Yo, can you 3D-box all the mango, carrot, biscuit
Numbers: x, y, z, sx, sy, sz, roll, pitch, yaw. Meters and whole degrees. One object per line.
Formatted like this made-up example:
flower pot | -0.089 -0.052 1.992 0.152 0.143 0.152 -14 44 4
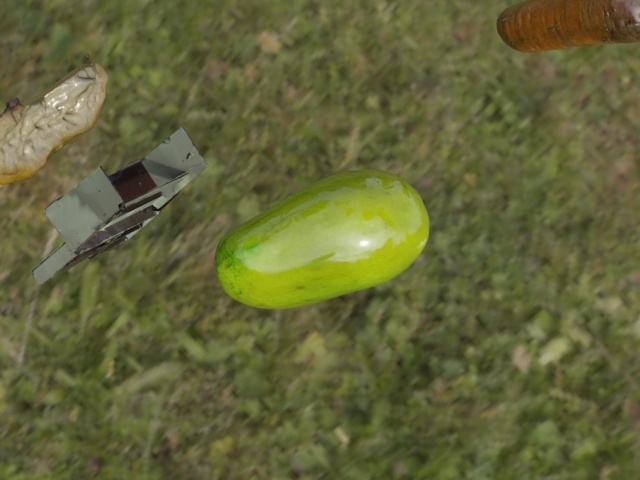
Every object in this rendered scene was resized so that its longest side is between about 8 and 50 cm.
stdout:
mango | 0.002 0.000 1.228 0.117 0.163 0.089 10 65 -76
carrot | 0.219 -0.193 1.385 0.060 0.186 0.060 -1 92 -36
biscuit | -0.250 -0.092 1.395 0.061 0.118 0.183 54 34 -8

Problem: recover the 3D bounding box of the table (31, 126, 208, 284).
table | -0.226 -0.037 1.737 0.062 0.175 0.146 56 38 2
